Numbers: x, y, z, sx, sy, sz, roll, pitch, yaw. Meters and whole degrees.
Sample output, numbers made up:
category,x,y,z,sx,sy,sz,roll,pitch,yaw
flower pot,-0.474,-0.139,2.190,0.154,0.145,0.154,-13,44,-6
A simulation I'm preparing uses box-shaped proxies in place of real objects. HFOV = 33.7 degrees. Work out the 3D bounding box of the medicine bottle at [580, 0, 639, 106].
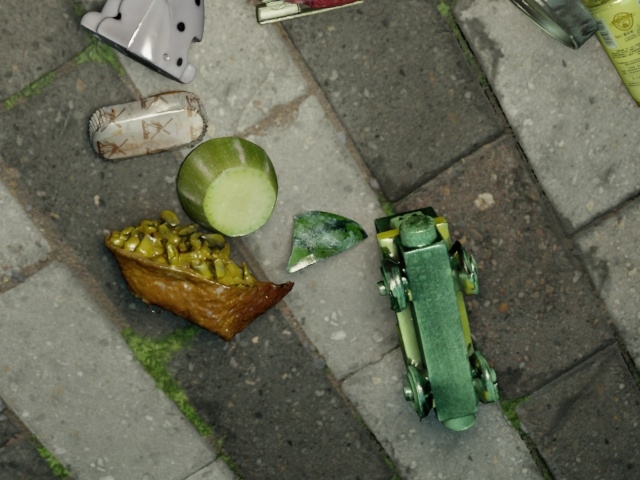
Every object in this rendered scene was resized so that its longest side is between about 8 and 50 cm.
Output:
category,x,y,z,sx,sy,sz,roll,pitch,yaw
medicine bottle,0.537,-0.328,1.762,0.124,0.124,0.239,-37,115,4

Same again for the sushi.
category,x,y,z,sx,sy,sz,roll,pitch,yaw
sushi,-0.205,0.048,1.719,0.296,0.167,0.179,28,102,7

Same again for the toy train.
category,x,y,z,sx,sy,sz,roll,pitch,yaw
toy train,0.186,0.120,1.787,0.160,0.253,0.397,-14,114,0

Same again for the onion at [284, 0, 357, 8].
category,x,y,z,sx,sy,sz,roll,pitch,yaw
onion,-0.027,-0.482,1.520,0.347,0.285,0.348,8,68,-20

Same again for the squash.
category,x,y,z,sx,sy,sz,roll,pitch,yaw
squash,-0.142,-0.078,1.717,0.170,0.123,0.170,-6,110,-16

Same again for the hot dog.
category,x,y,z,sx,sy,sz,roll,pitch,yaw
hot dog,-0.272,-0.182,1.675,0.191,0.059,0.108,-14,127,-11

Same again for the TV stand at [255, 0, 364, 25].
category,x,y,z,sx,sy,sz,roll,pitch,yaw
TV stand,0.019,-0.388,1.667,0.249,0.036,0.042,-14,112,-7

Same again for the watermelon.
category,x,y,z,sx,sy,sz,roll,pitch,yaw
watermelon,0.006,-0.004,1.816,0.155,0.080,0.101,-15,79,-4

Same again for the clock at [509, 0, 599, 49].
category,x,y,z,sx,sy,sz,roll,pitch,yaw
clock,0.332,-0.382,1.635,0.226,0.226,0.049,37,100,-22

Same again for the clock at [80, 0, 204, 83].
category,x,y,z,sx,sy,sz,roll,pitch,yaw
clock,-0.224,-0.380,1.558,0.188,0.189,0.254,23,92,-20
